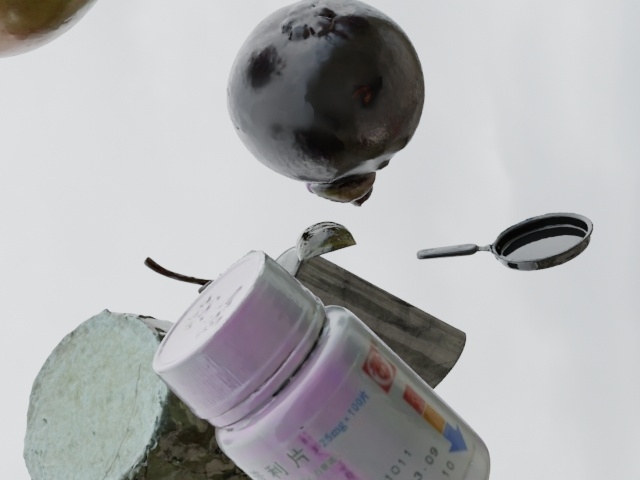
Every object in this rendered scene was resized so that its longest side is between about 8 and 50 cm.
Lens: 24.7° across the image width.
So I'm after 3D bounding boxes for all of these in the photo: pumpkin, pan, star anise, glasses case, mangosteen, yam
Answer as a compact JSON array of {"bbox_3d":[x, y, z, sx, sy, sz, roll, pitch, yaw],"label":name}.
[{"bbox_3d":[0.001,-0.001,1.243,0.083,0.050,0.028,156,98,-82],"label":"pumpkin"},{"bbox_3d":[0.243,0.009,1.922,0.136,0.235,0.028,-73,-29,-63],"label":"pan"},{"bbox_3d":[-0.133,0.089,2.174,0.234,0.177,0.073,31,-105,-34],"label":"star anise"},{"bbox_3d":[0.053,0.106,1.873,0.299,0.114,0.060,27,-164,-34],"label":"glasses case"},{"bbox_3d":[0.013,-0.146,1.656,0.228,0.228,0.265,-70,-27,-44],"label":"mangosteen"},{"bbox_3d":[-0.100,0.190,1.447,0.348,0.241,0.241,18,-109,-42],"label":"yam"}]

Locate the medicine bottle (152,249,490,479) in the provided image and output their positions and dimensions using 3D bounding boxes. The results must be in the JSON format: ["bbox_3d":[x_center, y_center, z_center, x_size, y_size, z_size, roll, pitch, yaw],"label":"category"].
[{"bbox_3d":[0.001,0.137,1.147,0.254,0.152,0.152,43,-142,-15],"label":"medicine bottle"}]

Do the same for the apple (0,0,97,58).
[{"bbox_3d":[-0.361,-0.348,1.524,0.277,0.319,0.319,-70,-27,-53],"label":"apple"}]

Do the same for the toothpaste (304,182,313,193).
[{"bbox_3d":[-0.019,-0.105,1.796,0.045,0.028,0.170,38,-162,-35],"label":"toothpaste"}]
